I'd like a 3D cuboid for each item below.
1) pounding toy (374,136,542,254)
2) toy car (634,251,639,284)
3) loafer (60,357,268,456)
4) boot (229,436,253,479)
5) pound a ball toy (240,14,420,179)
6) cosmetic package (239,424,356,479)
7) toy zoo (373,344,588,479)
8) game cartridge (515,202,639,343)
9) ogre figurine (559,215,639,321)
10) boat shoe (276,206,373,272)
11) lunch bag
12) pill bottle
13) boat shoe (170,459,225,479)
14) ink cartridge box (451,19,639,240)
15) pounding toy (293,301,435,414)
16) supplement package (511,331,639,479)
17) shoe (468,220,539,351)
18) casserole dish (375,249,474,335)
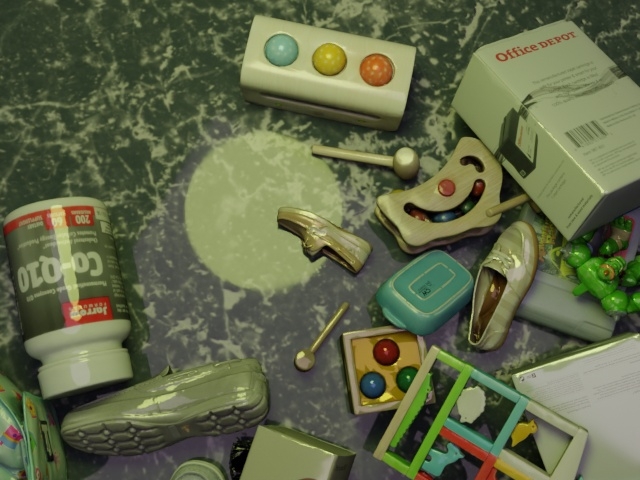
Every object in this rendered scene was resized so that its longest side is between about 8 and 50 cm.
[{"bbox_3d":[0.222,-0.087,1.263,0.269,0.155,0.154,-16,77,-2],"label":"pounding toy"},{"bbox_3d":[0.626,0.040,1.306,0.224,0.053,0.239,-6,79,-3],"label":"toy car"},{"bbox_3d":[-0.239,0.254,1.221,0.319,0.112,0.111,-9,44,-3],"label":"loafer"},{"bbox_3d":[-0.117,0.359,1.196,0.045,0.099,0.121,3,79,0],"label":"boot"},{"bbox_3d":[0.028,-0.240,1.300,0.319,0.136,0.208,12,79,1],"label":"pound a ball toy"},{"bbox_3d":[-0.063,0.429,1.134,0.129,0.153,0.296,16,82,18],"label":"cosmetic package"},{"bbox_3d":[0.247,0.305,1.135,0.293,0.030,0.192,29,95,17],"label":"toy zoo"},{"bbox_3d":[0.421,0.006,1.308,0.196,0.060,0.294,18,79,6],"label":"game cartridge"},{"bbox_3d":[0.457,0.045,1.232,0.118,0.097,0.197,-31,96,-25],"label":"ogre figurine"},{"bbox_3d":[0.000,0.000,1.289,0.170,0.063,0.059,25,73,2],"label":"boat shoe"},{"bbox_3d":[-0.481,0.274,1.138,0.262,0.223,0.160,39,73,5],"label":"lunch bag"},{"bbox_3d":[-0.382,0.090,1.209,0.161,0.161,0.283,-14,80,-4],"label":"pill bottle"},{"bbox_3d":[-0.203,0.493,1.165,0.118,0.103,0.321,11,79,0],"label":"boat shoe"},{"bbox_3d":[0.392,-0.181,1.237,0.223,0.129,0.307,-23,64,-26],"label":"ink cartridge box"},{"bbox_3d":[0.061,0.180,1.240,0.206,0.094,0.181,-8,79,-4],"label":"pounding toy"},{"bbox_3d":[0.415,0.265,1.185,0.194,0.149,0.203,-21,80,12],"label":"supplement package"},{"bbox_3d":[0.286,0.072,1.249,0.058,0.076,0.219,13,95,-43],"label":"shoe"},{"bbox_3d":[0.172,0.075,1.247,0.114,0.037,0.188,41,49,21],"label":"casserole dish"}]
